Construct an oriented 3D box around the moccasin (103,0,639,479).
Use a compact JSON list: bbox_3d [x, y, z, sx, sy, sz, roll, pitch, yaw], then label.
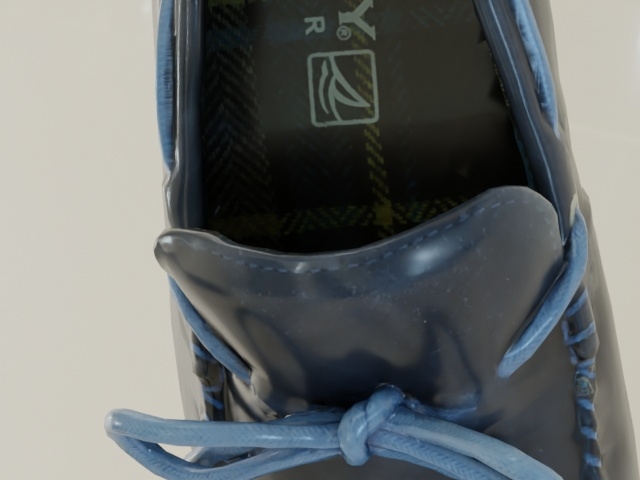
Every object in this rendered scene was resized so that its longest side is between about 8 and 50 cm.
[{"bbox_3d":[0.000,0.000,0.480,0.117,0.138,0.342,-38,-65,-78],"label":"moccasin"}]
